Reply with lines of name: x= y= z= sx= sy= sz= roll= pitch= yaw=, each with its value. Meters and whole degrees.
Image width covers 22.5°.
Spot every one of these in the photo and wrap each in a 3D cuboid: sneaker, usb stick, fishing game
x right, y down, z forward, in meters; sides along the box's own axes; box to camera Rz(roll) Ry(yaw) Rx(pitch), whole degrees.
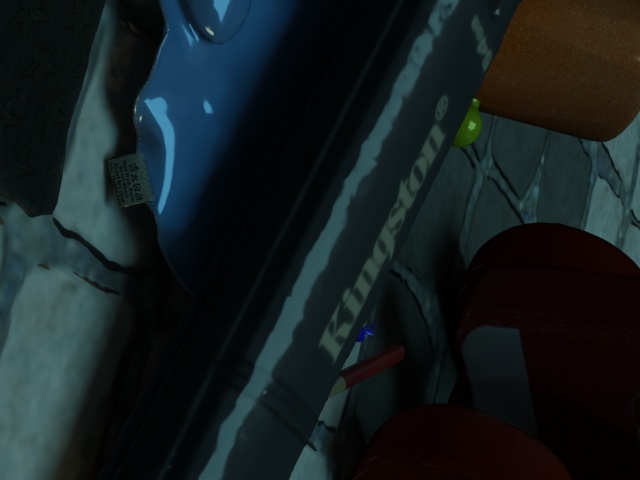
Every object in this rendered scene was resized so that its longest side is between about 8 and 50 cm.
sneaker: x=-0.088 y=-0.094 z=0.424 sx=0.089 sy=0.051 sz=0.170 roll=8 pitch=92 yaw=-63
usb stick: x=0.000 y=0.000 z=0.553 sx=0.278 sy=0.045 sz=0.077 roll=-64 pitch=146 yaw=-15
fishing game: x=-0.012 y=-0.056 z=0.590 sx=0.189 sy=0.041 sz=0.264 roll=-24 pitch=121 yaw=-51

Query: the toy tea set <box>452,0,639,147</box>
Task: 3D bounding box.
toy tea set: x=0.114 y=-0.191 z=0.739 sx=0.336 sy=0.124 sz=0.200 roll=-79 pitch=-167 yaw=-53

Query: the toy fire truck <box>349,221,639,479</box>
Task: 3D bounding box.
toy fire truck: x=0.170 y=0.137 z=0.739 sx=0.169 sy=0.254 sz=0.302 roll=-55 pitch=141 yaw=-44
